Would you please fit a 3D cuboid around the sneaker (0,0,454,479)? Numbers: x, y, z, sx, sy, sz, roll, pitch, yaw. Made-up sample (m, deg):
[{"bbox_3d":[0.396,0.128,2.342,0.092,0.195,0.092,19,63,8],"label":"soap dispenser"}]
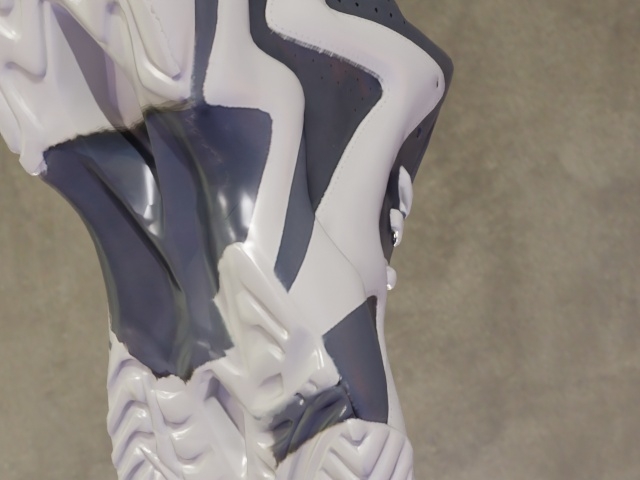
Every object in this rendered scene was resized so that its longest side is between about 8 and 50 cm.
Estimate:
[{"bbox_3d":[0.000,0.000,0.417,0.094,0.153,0.235,-19,99,39],"label":"sneaker"}]
